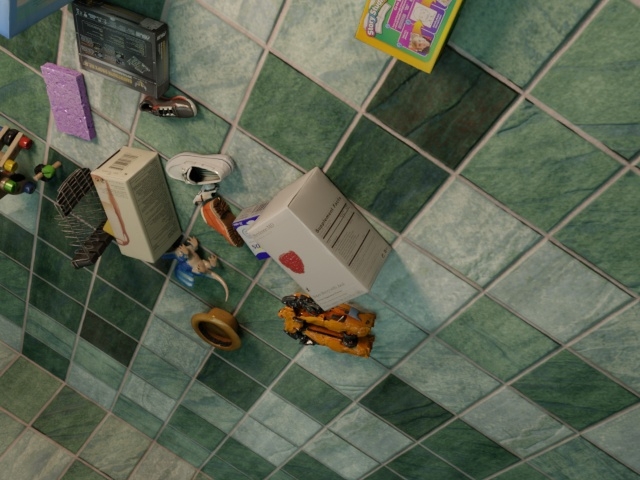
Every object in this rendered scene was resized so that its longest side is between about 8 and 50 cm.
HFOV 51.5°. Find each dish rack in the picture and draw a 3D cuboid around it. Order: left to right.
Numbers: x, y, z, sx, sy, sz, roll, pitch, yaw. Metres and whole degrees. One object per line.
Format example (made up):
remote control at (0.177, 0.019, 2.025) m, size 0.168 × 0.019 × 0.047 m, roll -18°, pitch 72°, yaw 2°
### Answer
dish rack at (-0.714, -0.073, 1.999) m, size 0.074 × 0.208 × 0.271 m, roll -2°, pitch 128°, yaw 17°

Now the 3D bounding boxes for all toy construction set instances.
toy construction set at (-1.012, -0.219, 2.007) m, size 0.309 × 0.237 × 0.257 m, roll 45°, pitch 136°, yaw -13°

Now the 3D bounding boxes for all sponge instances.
sponge at (-0.691, -0.378, 1.822) m, size 0.117 × 0.031 × 0.210 m, roll 19°, pitch 136°, yaw 14°

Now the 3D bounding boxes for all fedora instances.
fedora at (-0.332, 0.284, 2.191) m, size 0.194 × 0.079 × 0.194 m, roll 16°, pitch 141°, yaw 13°

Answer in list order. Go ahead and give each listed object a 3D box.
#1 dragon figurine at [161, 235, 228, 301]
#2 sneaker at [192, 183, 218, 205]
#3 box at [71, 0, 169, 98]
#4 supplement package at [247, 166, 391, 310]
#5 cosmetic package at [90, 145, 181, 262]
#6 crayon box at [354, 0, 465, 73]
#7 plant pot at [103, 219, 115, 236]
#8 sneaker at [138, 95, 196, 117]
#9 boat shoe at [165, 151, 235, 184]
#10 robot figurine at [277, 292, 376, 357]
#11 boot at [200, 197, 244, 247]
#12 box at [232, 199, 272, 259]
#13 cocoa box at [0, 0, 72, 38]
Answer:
dragon figurine at (-0.391, 0.083, 2.031) m, size 0.289 × 0.085 × 0.144 m, roll 42°, pitch 139°, yaw -4°
sneaker at (-0.318, -0.124, 1.833) m, size 0.044 × 0.040 × 0.109 m, roll 37°, pitch 138°, yaw -8°
box at (-0.478, -0.465, 1.597) m, size 0.231 × 0.056 × 0.183 m, roll 23°, pitch 138°, yaw 11°
supplement package at (0.000, 0.000, 1.659) m, size 0.293 × 0.175 × 0.177 m, roll 46°, pitch 137°, yaw -14°
cosmetic package at (-0.519, -0.101, 1.892) m, size 0.129 × 0.153 × 0.296 m, roll 13°, pitch 133°, yaw 23°
crayon box at (0.184, -0.460, 1.193) m, size 0.165 × 0.081 × 0.278 m, roll 28°, pitch 138°, yaw 6°
plant pot at (-0.602, -0.061, 2.032) m, size 0.081 × 0.081 × 0.083 m, roll 32°, pitch 126°, yaw 1°
sneaker at (-0.385, -0.326, 1.665) m, size 0.158 × 0.065 × 0.061 m, roll 12°, pitch 134°, yaw 22°
boat shoe at (-0.335, -0.187, 1.757) m, size 0.226 × 0.076 × 0.083 m, roll -4°, pitch 126°, yaw 33°
robot figurine at (0.015, 0.243, 1.944) m, size 0.291 × 0.085 × 0.211 m, roll 16°, pitch 135°, yaw 16°
boot at (-0.276, -0.044, 1.874) m, size 0.085 × 0.059 × 0.158 m, roll -16°, pitch 111°, yaw 43°
box at (-0.145, -0.028, 1.796) m, size 0.126 × 0.072 × 0.137 m, roll -14°, pitch 121°, yaw 39°
cocoa box at (-0.588, -0.610, 1.311) m, size 0.228 × 0.347 × 0.231 m, roll 32°, pitch 138°, yaw 0°
